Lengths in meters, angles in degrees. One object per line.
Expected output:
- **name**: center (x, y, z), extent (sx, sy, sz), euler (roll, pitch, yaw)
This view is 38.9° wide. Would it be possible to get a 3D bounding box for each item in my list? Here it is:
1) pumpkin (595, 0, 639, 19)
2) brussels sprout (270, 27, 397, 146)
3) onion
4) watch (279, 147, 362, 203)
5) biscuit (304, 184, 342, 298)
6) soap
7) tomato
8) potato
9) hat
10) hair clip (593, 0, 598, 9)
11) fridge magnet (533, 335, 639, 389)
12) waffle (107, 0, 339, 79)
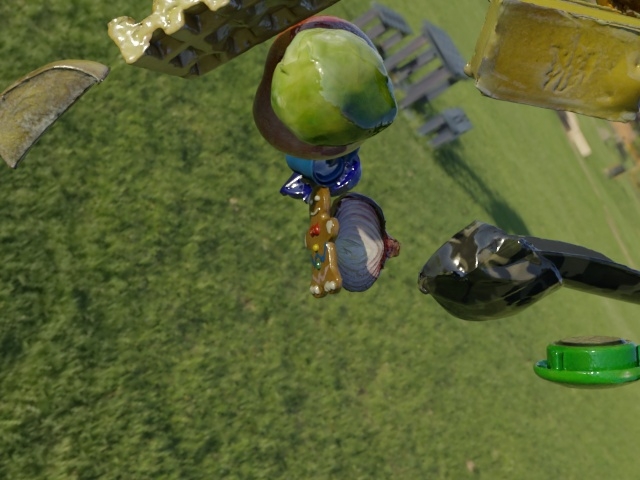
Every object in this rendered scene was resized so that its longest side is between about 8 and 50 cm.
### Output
- **pumpkin**: center (0.537, -0.349, 1.334), extent (0.317, 0.139, 0.222), euler (60, -7, 6)
- **brussels sprout**: center (0.019, -0.182, 1.116), extent (0.149, 0.151, 0.122), euler (54, 0, -31)
- **onion**: center (0.078, -0.004, 1.804), extent (0.098, 0.151, 0.206), euler (-115, -152, -68)
- **watch**: center (-0.001, -0.205, 2.185), extent (0.196, 0.171, 0.200), euler (-55, 147, -22)
- **biscuit**: center (-0.001, 0.000, 1.639), extent (0.031, 0.138, 0.205), euler (1, 81, -21)
- **soap**: center (0.319, -0.242, 1.189), extent (0.233, 0.135, 0.076), euler (11, 33, -6)
- **tomato**: center (0.008, -0.273, 1.663), extent (0.227, 0.270, 0.270), euler (24, 18, 11)
- **potato**: center (-0.456, -0.245, 1.496), extent (0.100, 0.261, 0.120), euler (41, 29, -22)
- **hat**: center (0.402, 0.088, 1.690), extent (0.381, 0.257, 0.366), euler (33, 8, 0)
- **hair clip**: center (0.532, -0.468, 1.713), extent (0.039, 0.030, 0.115), euler (-85, 173, -71)
- **fridge magnet**: center (0.486, 0.219, 1.622), extent (0.208, 0.208, 0.088), euler (-1, 87, -67)
- **waffle**: center (-0.121, -0.357, 1.391), extent (0.078, 0.348, 0.304), euler (64, 12, 1)
